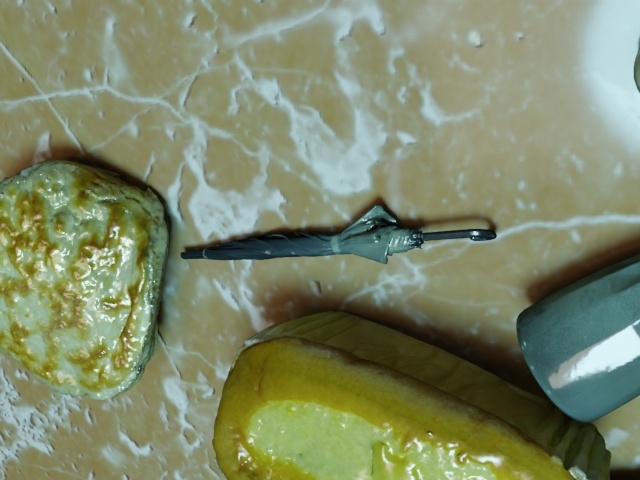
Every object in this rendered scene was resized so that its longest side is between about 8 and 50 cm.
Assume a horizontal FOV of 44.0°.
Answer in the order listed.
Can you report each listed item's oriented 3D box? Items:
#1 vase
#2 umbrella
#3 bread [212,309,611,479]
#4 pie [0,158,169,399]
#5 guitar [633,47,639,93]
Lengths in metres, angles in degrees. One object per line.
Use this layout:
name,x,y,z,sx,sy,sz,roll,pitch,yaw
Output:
vase,0.232,0.029,0.491,0.214,0.086,0.086,-38,95,28
umbrella,-0.002,-0.001,0.602,0.268,0.044,0.044,-4,81,24
bread,0.062,0.159,0.571,0.288,0.119,0.153,21,113,28
pie,-0.212,0.033,0.682,0.178,0.084,0.205,14,110,11
guitar,0.265,-0.015,0.410,0.084,0.038,0.271,-37,67,29
